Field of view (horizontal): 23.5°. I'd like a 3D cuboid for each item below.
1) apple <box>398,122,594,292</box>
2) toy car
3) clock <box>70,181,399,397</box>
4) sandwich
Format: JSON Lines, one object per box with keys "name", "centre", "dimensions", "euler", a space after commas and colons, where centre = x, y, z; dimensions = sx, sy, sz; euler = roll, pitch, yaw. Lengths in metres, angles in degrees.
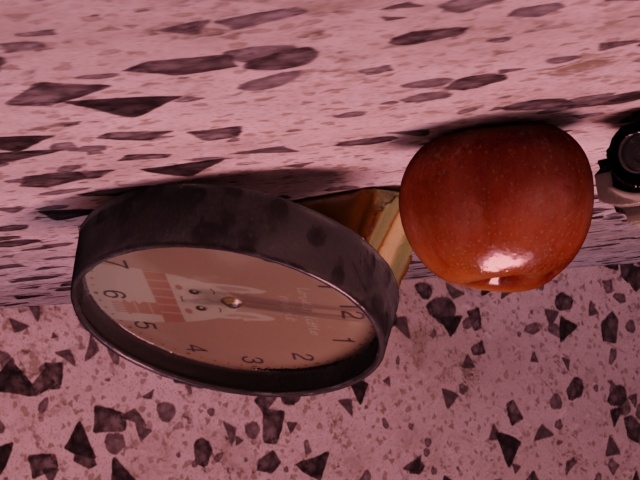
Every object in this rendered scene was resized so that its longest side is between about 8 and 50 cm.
{"name": "apple", "centre": [0.178, -0.029, 1.524], "dimensions": [0.201, 0.162, 0.201], "euler": [-6, 177, 0]}
{"name": "toy car", "centre": [0.426, -0.083, 1.521], "dimensions": [0.301, 0.118, 0.193], "euler": [-10, 171, 29]}
{"name": "clock", "centre": [-0.102, 0.069, 1.772], "dimensions": [0.386, 0.076, 0.386], "euler": [8, 150, 5]}
{"name": "sandwich", "centre": [0.000, 0.000, 1.997], "dimensions": [0.198, 0.227, 0.155], "euler": [31, -164, 27]}
